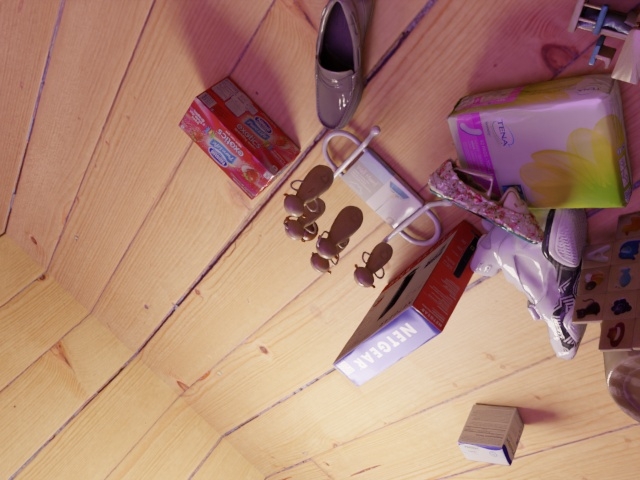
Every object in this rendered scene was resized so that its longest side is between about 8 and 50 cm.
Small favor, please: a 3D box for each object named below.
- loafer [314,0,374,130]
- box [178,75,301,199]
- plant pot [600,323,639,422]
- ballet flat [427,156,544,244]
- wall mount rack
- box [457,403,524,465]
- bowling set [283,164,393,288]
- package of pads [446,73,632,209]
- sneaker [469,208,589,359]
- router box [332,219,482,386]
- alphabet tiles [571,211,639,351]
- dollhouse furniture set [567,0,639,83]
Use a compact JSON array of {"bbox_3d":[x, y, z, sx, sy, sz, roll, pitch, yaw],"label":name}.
[{"bbox_3d":[0.031,-0.354,1.275,0.112,0.111,0.320,24,135,19],"label":"loafer"},{"bbox_3d":[-0.192,-0.243,1.522,0.257,0.128,0.122,45,138,-5],"label":"box"},{"bbox_3d":[0.643,0.181,1.145,0.323,0.280,0.323,20,135,21],"label":"plant pot"},{"bbox_3d":[0.314,-0.076,1.178,0.240,0.091,0.077,28,115,8],"label":"ballet flat"},{"bbox_3d":[0.138,-0.111,1.387,0.350,0.130,0.304,43,138,-3],"label":"wall mount rack"},{"bbox_3d":[0.447,0.506,1.668,0.126,0.137,0.072,-7,120,40],"label":"box"},{"bbox_3d":[0.000,0.000,1.391,0.287,0.154,0.200,49,141,-10],"label":"bowling set"},{"bbox_3d":[0.397,-0.173,1.164,0.296,0.101,0.229,0,125,37],"label":"package of pads"},{"bbox_3d":[0.438,0.076,1.322,0.210,0.137,0.366,6,123,35],"label":"sneaker"},{"bbox_3d":[0.201,0.144,1.426,0.082,0.301,0.335,41,138,-1],"label":"router box"},{"bbox_3d":[0.595,0.054,1.066,0.011,0.285,0.342,39,148,-29],"label":"alphabet tiles"},{"bbox_3d":[0.437,-0.340,0.930,0.129,0.184,0.129,23,135,20],"label":"dollhouse furniture set"}]
